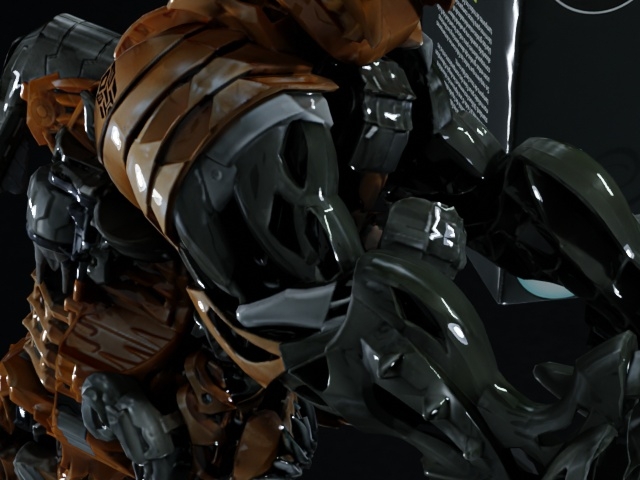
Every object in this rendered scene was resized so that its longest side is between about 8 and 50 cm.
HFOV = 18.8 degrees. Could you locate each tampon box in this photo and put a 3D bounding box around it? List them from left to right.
[{"bbox_3d":[0.102,-0.075,0.613,0.120,0.101,0.161,-5,-62,-12],"label":"tampon box"}]

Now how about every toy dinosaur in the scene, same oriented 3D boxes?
[{"bbox_3d":[0.000,0.000,0.511,0.218,0.322,0.164,42,-122,11],"label":"toy dinosaur"}]
